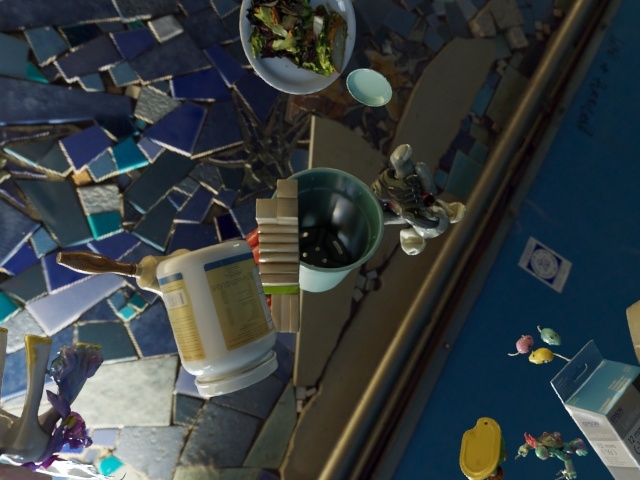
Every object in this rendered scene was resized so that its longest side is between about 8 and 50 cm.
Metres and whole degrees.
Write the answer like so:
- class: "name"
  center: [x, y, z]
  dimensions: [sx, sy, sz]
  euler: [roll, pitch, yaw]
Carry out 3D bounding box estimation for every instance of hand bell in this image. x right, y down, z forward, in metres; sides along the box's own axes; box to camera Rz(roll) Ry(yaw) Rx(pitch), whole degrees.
- class: "hand bell"
  center: [-0.371, 0.055, 0.800]
  dimensions: [0.126, 0.242, 0.126]
  euler: [-11, -108, 35]

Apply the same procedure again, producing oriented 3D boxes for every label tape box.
- class: "label tape box"
  center: [0.860, 0.487, 1.192]
  dimensions: [0.249, 0.348, 0.115]
  euler: [-26, 170, -28]

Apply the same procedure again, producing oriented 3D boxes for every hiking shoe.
- class: "hiking shoe"
  center: [0.254, -0.125, 1.184]
  dimensions: [0.114, 0.226, 0.086]
  euler: [-56, 173, 22]

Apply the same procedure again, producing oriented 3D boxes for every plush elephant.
- class: "plush elephant"
  center: [0.326, -0.107, 1.431]
  dimensions: [0.272, 0.330, 0.255]
  euler: [-49, -126, 10]

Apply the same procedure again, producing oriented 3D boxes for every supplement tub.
- class: "supplement tub"
  center: [-0.149, 0.111, 0.629]
  dimensions: [0.144, 0.200, 0.144]
  euler: [-16, 180, 0]

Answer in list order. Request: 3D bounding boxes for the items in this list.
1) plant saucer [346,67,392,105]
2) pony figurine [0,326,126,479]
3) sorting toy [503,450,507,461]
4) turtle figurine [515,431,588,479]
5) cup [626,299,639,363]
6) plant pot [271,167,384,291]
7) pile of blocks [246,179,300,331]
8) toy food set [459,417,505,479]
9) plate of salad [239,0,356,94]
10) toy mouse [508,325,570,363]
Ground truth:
- class: "plant saucer"
  center: [0.124, -0.387, 1.048]
  dimensions: [0.021, 0.119, 0.119]
  euler: [-66, -165, -20]
- class: "pony figurine"
  center: [-0.530, 0.356, 0.744]
  dimensions: [0.303, 0.350, 0.364]
  euler: [129, -27, -71]
- class: "sorting toy"
  center: [0.587, 0.731, 1.429]
  dimensions: [0.101, 0.061, 0.042]
  euler: [-10, -169, 8]
- class: "turtle figurine"
  center: [0.765, 0.699, 1.388]
  dimensions: [0.175, 0.234, 0.118]
  euler: [23, -71, 55]
- class: "cup"
  center: [1.042, 0.266, 1.208]
  dimensions: [0.236, 0.331, 0.331]
  euler: [-14, -147, 38]
- class: "plant pot"
  center: [0.000, 0.000, 1.362]
  dimensions: [0.341, 0.341, 0.334]
  euler: [-57, 173, -24]
- class: "pile of blocks"
  center: [-0.102, 0.041, 0.927]
  dimensions: [0.149, 0.112, 0.363]
  euler: [-95, -175, -71]
- class: "toy food set"
  center: [0.466, 0.618, 1.185]
  dimensions: [0.128, 0.071, 0.218]
  euler: [-32, -159, 46]
- class: "plate of salad"
  center: [-0.030, -0.342, 0.682]
  dimensions: [0.200, 0.199, 0.048]
  euler: [-51, -150, 6]
- class: "toy mouse"
  center: [0.608, 0.281, 1.177]
  dimensions: [0.161, 0.031, 0.143]
  euler: [-22, -158, 40]
